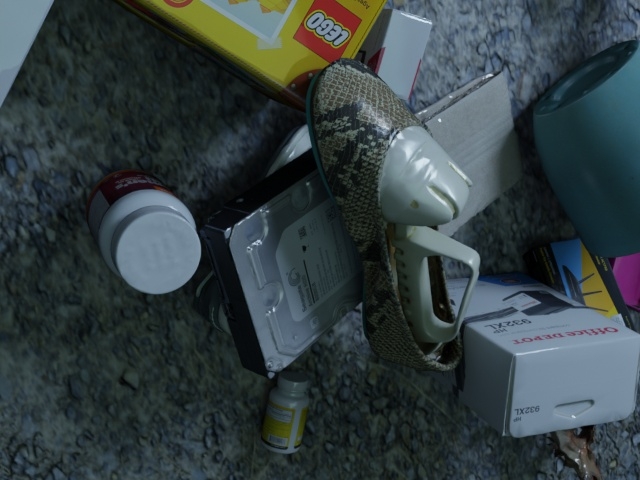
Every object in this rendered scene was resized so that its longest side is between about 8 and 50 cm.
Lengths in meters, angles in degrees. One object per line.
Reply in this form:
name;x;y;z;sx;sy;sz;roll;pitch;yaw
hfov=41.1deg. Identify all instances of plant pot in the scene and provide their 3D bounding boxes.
plant pot;0.465;-0.157;1.298;0.293;0.293;0.235;-40;102;-7

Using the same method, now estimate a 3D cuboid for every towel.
towel;0.206;-0.120;1.280;0.282;0.049;0.187;-34;119;-35

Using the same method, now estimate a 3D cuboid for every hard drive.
hard drive;0.000;0.000;1.178;0.339;0.064;0.237;-36;126;-35

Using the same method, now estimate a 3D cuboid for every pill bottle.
pill bottle;-0.225;-0.014;1.084;0.121;0.221;0.121;-6;107;-21
pill bottle;-0.052;0.264;1.322;0.065;0.065;0.116;7;103;-23

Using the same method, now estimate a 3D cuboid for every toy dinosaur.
toy dinosaur;0.430;0.266;1.493;0.200;0.127;0.295;21;80;-36

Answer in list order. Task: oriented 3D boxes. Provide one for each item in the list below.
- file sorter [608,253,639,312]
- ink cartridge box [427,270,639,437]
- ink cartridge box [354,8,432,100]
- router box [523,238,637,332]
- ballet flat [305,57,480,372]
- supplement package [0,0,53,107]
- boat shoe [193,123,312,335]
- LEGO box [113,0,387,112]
file sorter;0.679;0.044;1.487;0.291;0.182;0.202;5;103;-23
ink cartridge box;0.293;0.159;1.294;0.223;0.307;0.129;-4;107;-21
ink cartridge box;0.084;-0.259;1.179;0.063;0.150;0.109;12;100;-20
router box;0.430;0.088;1.422;0.133;0.046;0.179;-9;70;-20
ballet flat;0.121;-0.010;1.102;0.164;0.182;0.483;-44;136;-33
supplement package;-0.419;-0.242;0.917;0.199;0.263;0.198;26;94;-25
boat shoe;-0.087;-0.024;1.198;0.116;0.099;0.319;31;78;-48
LEGO box;-0.136;-0.440;1.013;0.500;0.193;0.372;29;93;-26
